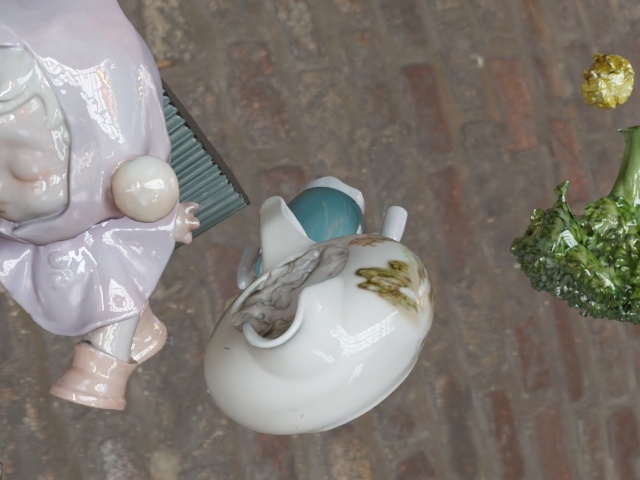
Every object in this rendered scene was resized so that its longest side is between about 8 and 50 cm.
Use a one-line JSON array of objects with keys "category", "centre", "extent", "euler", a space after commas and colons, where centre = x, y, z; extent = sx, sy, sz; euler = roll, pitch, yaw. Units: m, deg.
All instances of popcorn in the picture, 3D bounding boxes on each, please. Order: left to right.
[{"category": "popcorn", "centre": [0.412, -0.229, 1.489], "extent": [0.083, 0.057, 0.082], "euler": [15, 106, -27]}]

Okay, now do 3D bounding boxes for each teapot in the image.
[{"category": "teapot", "centre": [-0.010, 0.062, 0.858], "extent": [0.204, 0.298, 0.139], "euler": [-34, 107, 3]}]

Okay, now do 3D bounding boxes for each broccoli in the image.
[{"category": "broccoli", "centre": [0.501, 0.004, 1.561], "extent": [0.317, 0.338, 0.277], "euler": [-55, 162, 5]}]

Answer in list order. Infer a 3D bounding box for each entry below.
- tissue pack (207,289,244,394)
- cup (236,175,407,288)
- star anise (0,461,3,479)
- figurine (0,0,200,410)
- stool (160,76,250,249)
[{"category": "tissue pack", "centre": [-0.096, 0.162, 1.664], "extent": [0.092, 0.148, 0.196], "euler": [42, 37, -28]}, {"category": "cup", "centre": [0.000, 0.000, 1.570], "extent": [0.167, 0.300, 0.173], "euler": [51, 39, -33]}, {"category": "star anise", "centre": [-0.477, 0.407, 1.471], "extent": [0.204, 0.061, 0.180], "euler": [43, 91, -2]}, {"category": "figurine", "centre": [-0.150, -0.030, 0.629], "extent": [0.133, 0.200, 0.276], "euler": [-38, 127, -48]}, {"category": "stool", "centre": [-0.339, -0.088, 1.796], "extent": [0.330, 0.297, 0.297], "euler": [-36, 108, 2]}]
